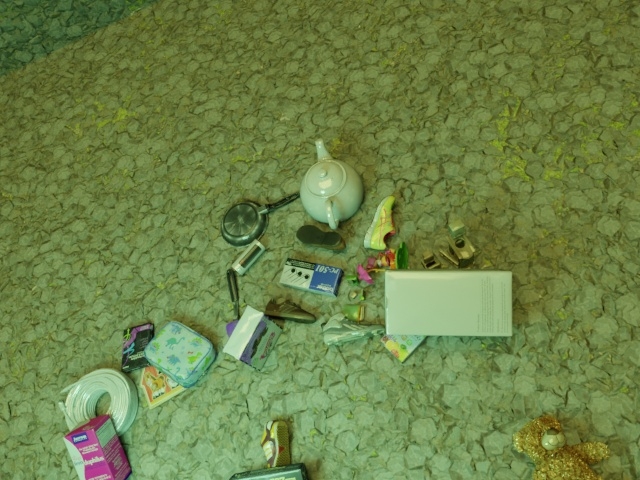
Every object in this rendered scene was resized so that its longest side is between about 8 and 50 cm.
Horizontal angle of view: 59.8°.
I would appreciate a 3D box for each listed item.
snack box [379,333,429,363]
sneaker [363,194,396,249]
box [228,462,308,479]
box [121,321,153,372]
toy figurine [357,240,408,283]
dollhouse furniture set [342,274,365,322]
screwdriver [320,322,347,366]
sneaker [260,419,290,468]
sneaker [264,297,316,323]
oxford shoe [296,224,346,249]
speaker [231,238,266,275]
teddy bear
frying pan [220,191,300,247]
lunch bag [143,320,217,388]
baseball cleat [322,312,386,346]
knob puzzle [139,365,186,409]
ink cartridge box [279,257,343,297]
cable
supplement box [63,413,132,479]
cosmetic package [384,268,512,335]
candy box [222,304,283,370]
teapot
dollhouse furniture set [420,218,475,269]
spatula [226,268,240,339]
[{"bbox_3d":[0.272,0.306,1.774,0.141,0.037,0.100,-45,64,-7],"label":"snack box"},{"bbox_3d":[0.227,-0.057,1.937,0.094,0.081,0.209,21,80,16],"label":"sneaker"},{"bbox_3d":[-0.141,0.770,1.639,0.232,0.059,0.184,-14,88,10],"label":"box"},{"bbox_3d":[-0.661,0.386,2.009,0.116,0.029,0.162,-18,59,13],"label":"box"},{"bbox_3d":[0.203,0.082,1.867,0.159,0.130,0.173,-8,42,23],"label":"toy figurine"},{"bbox_3d":[0.108,0.196,1.861,0.076,0.058,0.152,-1,66,17],"label":"dollhouse furniture set"},{"bbox_3d":[0.048,0.345,1.839,0.024,0.025,0.170,-32,70,0],"label":"screwdriver"},{"bbox_3d":[-0.145,0.657,1.731,0.083,0.069,0.186,-13,68,41],"label":"sneaker"},{"bbox_3d":[-0.101,0.236,1.901,0.188,0.066,0.071,6,67,18],"label":"sneaker"},{"bbox_3d":[0.000,0.000,1.982,0.212,0.076,0.076,18,74,40],"label":"oxford shoe"},{"bbox_3d":[-0.264,0.062,2.036,0.055,0.055,0.136,38,81,27],"label":"speaker"},{"bbox_3d":[0.663,0.628,1.472,0.245,0.113,0.338,-13,64,8],"label":"teddy bear"},{"bbox_3d":[-0.235,-0.078,2.098,0.325,0.053,0.197,-9,65,16],"label":"frying pan"},{"bbox_3d":[-0.478,0.388,1.918,0.218,0.090,0.176,24,60,23],"label":"lunch bag"},{"bbox_3d":[0.106,0.278,1.810,0.205,0.072,0.110,-12,60,0],"label":"baseball cleat"},{"bbox_3d":[-0.555,0.464,1.954,0.213,0.030,0.213,-7,65,14],"label":"knob puzzle"},{"bbox_3d":[-0.031,0.128,1.941,0.207,0.046,0.097,10,71,20],"label":"ink cartridge box"},{"bbox_3d":[-0.761,0.575,1.932,0.257,0.089,0.257,-32,62,0],"label":"cable"},{"bbox_3d":[-0.716,0.693,1.794,0.111,0.114,0.220,-18,95,8],"label":"supplement box"},{"bbox_3d":[0.376,0.181,1.672,0.365,0.155,0.197,1,90,7],"label":"cosmetic package"},{"bbox_3d":[-0.217,0.323,1.821,0.070,0.196,0.165,22,74,23],"label":"candy box"},{"bbox_3d":[0.030,-0.191,1.988,0.256,0.187,0.253,33,79,26],"label":"teapot"},{"bbox_3d":[0.403,0.046,1.771,0.160,0.182,0.101,-29,62,2],"label":"dollhouse furniture set"},{"bbox_3d":[-0.305,0.236,1.981,0.084,0.030,0.297,-18,63,11],"label":"spatula"}]
